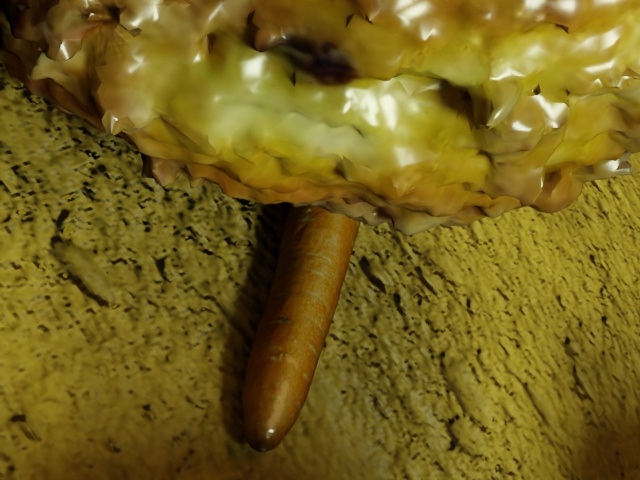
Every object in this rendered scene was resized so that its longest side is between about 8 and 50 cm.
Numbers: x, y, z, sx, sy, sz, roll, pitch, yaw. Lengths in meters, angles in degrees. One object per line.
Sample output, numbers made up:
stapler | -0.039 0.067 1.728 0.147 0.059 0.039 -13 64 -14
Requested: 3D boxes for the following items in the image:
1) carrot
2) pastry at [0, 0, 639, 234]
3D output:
carrot | 0.000 0.000 0.596 0.043 0.043 0.248 34 45 -19
pastry | -0.007 -0.187 0.536 0.337 0.292 0.405 -7 66 -24
